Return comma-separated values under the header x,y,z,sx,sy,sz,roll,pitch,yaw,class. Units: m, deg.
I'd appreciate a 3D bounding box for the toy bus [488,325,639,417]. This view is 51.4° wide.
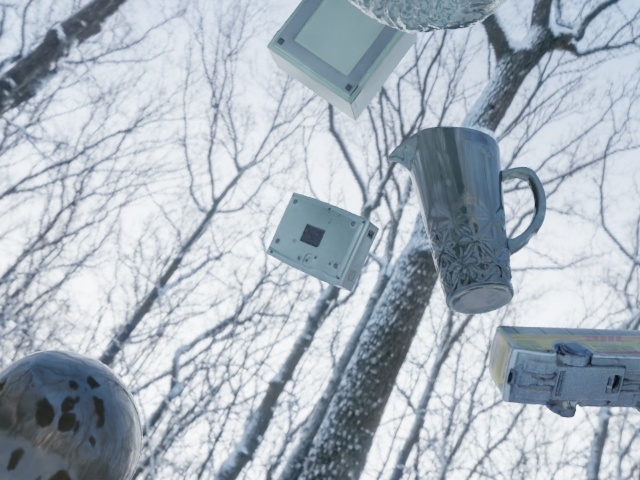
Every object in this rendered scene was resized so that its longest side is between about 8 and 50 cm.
x,y,z,sx,sy,sz,roll,pitch,yaw,class
0.354,0.162,0.851,0.268,0.106,0.092,3,-71,-7,toy bus

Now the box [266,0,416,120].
x,y,z,sx,sy,sz,roll,pitch,yaw,class
0.047,-0.421,1.408,0.225,0.225,0.117,37,-1,11,box

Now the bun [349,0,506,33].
x,y,z,sx,sy,sz,roll,pitch,yaw,class
0.073,-0.352,0.567,0.354,0.194,0.354,43,-14,13,bun

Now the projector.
x,y,z,sx,sy,sz,roll,pitch,yaw,class
0.000,0.000,1.039,0.147,0.115,0.061,22,-3,28,projector

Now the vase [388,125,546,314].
x,y,z,sx,sy,sz,roll,pitch,yaw,class
0.246,-0.035,1.080,0.251,0.301,0.156,-3,-34,2,vase

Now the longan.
x,y,z,sx,sy,sz,roll,pitch,yaw,class
-0.389,0.312,0.971,0.243,0.300,0.300,3,-46,31,longan
